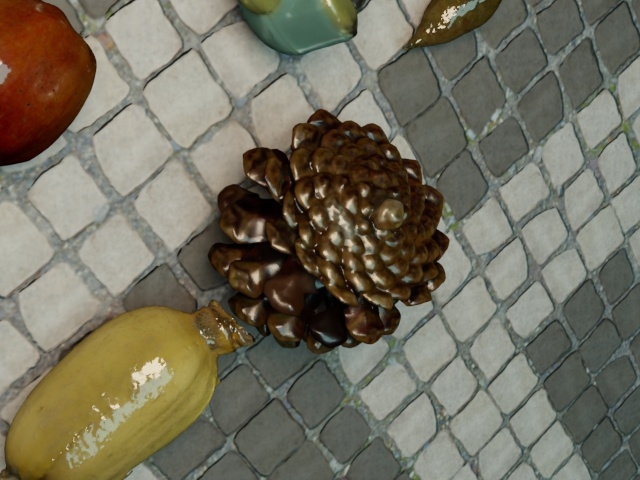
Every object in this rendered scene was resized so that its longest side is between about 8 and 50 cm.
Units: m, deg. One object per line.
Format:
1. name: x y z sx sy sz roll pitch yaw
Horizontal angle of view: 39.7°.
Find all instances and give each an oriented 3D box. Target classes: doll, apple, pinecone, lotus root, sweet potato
1. doll: -0.061 -0.326 0.883 0.261 0.161 0.177 46 59 -34
2. apple: -0.286 -0.147 0.798 0.158 0.147 0.156 -38 147 -4
3. pinecone: -0.006 0.006 0.965 0.264 0.264 0.264 -9 108 -29
4. lotus root: -0.215 0.168 0.948 0.303 0.131 0.146 -39 144 -14
5. sweet potato: 0.203 -0.326 1.097 0.075 0.074 0.269 45 75 -32
